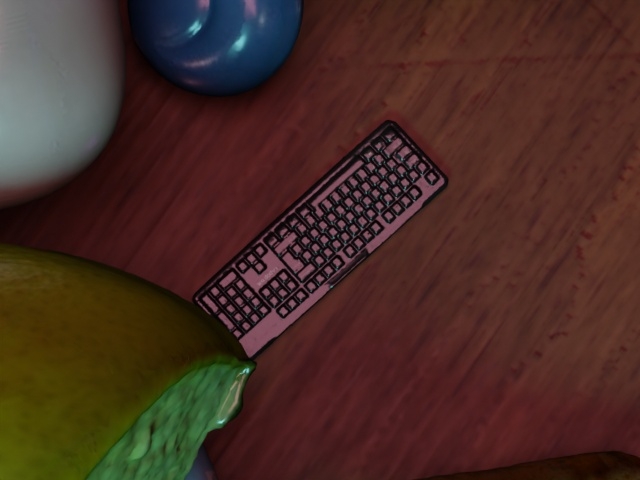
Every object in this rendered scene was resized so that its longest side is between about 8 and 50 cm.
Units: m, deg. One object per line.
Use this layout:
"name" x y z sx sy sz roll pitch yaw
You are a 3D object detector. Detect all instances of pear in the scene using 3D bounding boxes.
"pear" -0.249 0.131 0.964 0.318 0.238 0.342 28 96 19

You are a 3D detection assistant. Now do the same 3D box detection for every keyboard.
"keyboard" 0.000 0.000 1.106 0.155 0.010 0.053 -43 84 -5

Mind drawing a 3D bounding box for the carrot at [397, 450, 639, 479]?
"carrot" 0.073 0.150 1.033 0.298 0.078 0.078 -9 81 -23

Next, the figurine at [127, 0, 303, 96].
"figurine" 0.019 -0.259 1.002 0.416 0.298 0.243 -30 76 33

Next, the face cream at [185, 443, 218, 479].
"face cream" -0.053 0.223 1.042 0.075 0.075 0.229 -24 81 -2

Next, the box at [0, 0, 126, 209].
"box" -0.280 -0.141 0.998 0.349 0.141 0.289 -8 98 10
